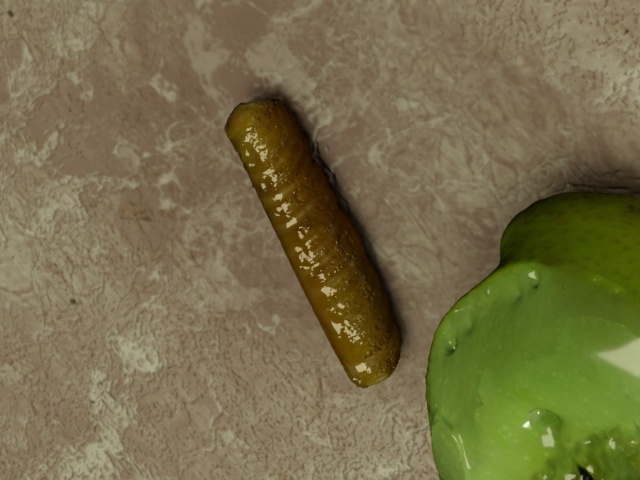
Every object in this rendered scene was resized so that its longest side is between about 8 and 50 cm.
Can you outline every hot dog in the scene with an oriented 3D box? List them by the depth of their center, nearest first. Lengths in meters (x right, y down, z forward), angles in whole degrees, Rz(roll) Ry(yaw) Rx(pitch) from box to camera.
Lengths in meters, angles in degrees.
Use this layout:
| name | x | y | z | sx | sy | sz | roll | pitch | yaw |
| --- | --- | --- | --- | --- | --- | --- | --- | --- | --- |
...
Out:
| name | x | y | z | sx | sy | sz | roll | pitch | yaw |
| --- | --- | --- | --- | --- | --- | --- | --- | --- | --- |
| hot dog | 0.000 | 0.000 | 1.615 | 0.068 | 0.083 | 0.289 | -22 | 105 | 13 |

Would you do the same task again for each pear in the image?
| name | x | y | z | sx | sy | sz | roll | pitch | yaw |
| --- | --- | --- | --- | --- | --- | --- | --- | --- | --- |
| pear | 0.246 | 0.111 | 1.465 | 0.342 | 0.238 | 0.318 | -30 | 87 | 40 |
